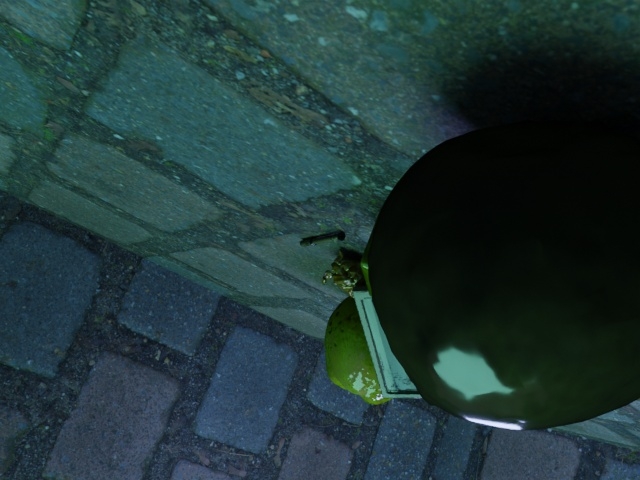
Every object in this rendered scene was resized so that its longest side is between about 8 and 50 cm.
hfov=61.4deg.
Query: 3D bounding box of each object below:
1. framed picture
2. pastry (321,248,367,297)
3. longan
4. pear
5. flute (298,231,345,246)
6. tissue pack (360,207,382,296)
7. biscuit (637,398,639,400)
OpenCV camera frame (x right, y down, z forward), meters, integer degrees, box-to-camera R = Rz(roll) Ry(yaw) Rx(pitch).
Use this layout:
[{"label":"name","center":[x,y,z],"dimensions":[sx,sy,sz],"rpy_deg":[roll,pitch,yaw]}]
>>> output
[{"label":"framed picture","center":[0.298,0.309,1.602],"dimensions":[0.325,0.028,0.447],"rpy_deg":[-6,122,20]},{"label":"pastry","center":[0.105,0.119,1.648],"dimensions":[0.154,0.103,0.250],"rpy_deg":[10,161,44]},{"label":"longan","center":[0.270,0.029,0.703],"dimensions":[0.403,0.405,0.436],"rpy_deg":[15,-176,19]},{"label":"pear","center":[0.185,0.386,1.909],"dimensions":[0.390,0.392,0.391],"rpy_deg":[19,163,6]},{"label":"flute","center":[0.000,0.000,1.542],"dimensions":[0.027,0.027,0.233],"rpy_deg":[29,161,-24]},{"label":"tissue pack","center":[0.249,0.064,1.202],"dimensions":[0.274,0.167,0.200],"rpy_deg":[16,159,19]},{"label":"biscuit","center":[0.862,0.425,1.683],"dimensions":[0.217,0.044,0.324],"rpy_deg":[17,170,47]}]
